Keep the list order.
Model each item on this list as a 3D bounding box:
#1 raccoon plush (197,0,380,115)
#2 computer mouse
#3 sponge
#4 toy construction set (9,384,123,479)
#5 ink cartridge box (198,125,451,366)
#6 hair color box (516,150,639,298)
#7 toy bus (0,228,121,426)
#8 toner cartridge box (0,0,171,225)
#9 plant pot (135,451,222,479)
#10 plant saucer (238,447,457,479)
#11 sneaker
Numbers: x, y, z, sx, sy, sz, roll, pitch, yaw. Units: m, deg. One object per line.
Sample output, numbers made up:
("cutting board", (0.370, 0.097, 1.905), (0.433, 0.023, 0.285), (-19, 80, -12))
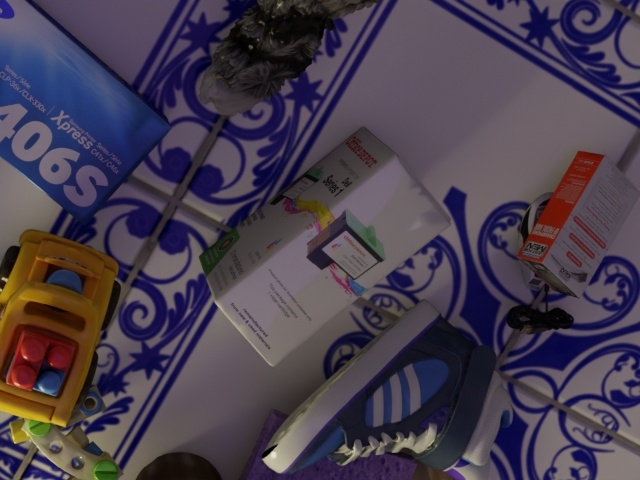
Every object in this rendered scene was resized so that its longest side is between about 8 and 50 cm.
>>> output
("raccoon plush", (-0.058, -0.398, 1.651), (0.446, 0.299, 0.216), (-37, 149, 27))
("computer mouse", (0.293, 0.029, 1.874), (0.106, 0.042, 0.193), (-5, 103, -30))
("sponge", (0.010, 0.308, 1.856), (0.210, 0.031, 0.117), (20, 100, -15))
("toy construction set", (-0.384, 0.320, 1.766), (0.328, 0.151, 0.215), (-35, 93, 1))
("ink cartridge box", (0.000, 0.000, 1.732), (0.278, 0.201, 0.117), (-39, 108, 1))
("hair color box", (0.336, -0.021, 1.833), (0.093, 0.053, 0.167), (40, 76, -34))
("toy bus", (-0.317, 0.104, 1.625), (0.149, 0.211, 0.220), (20, 85, -12))
("toner cartridge box", (-0.361, -0.192, 1.682), (0.348, 0.075, 0.165), (40, 93, -17))
("plant pot", (-0.178, 0.360, 1.815), (0.167, 0.165, 0.167), (-3, 106, -10))
("plant saucer", (0.033, 0.352, 1.913), (0.311, 0.050, 0.310), (-2, 105, -9))
("sneaker", (0.109, 0.249, 1.791), (0.323, 0.130, 0.236), (-41, 90, -29))
